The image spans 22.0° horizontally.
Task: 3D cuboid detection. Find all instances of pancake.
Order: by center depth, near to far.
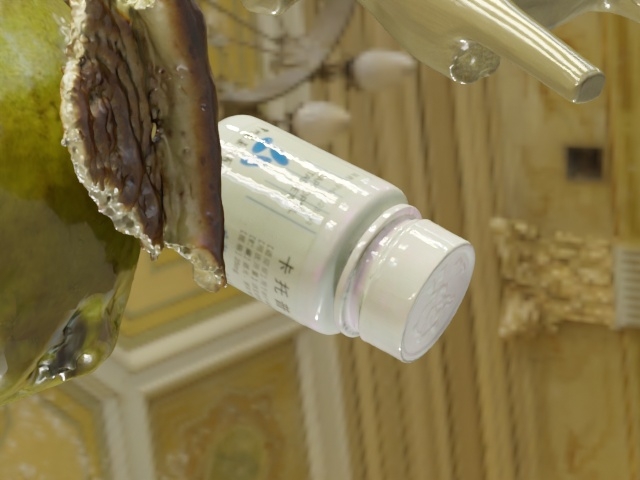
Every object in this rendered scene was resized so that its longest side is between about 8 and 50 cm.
[{"bbox_3d":[-0.123,-0.104,1.287,0.257,0.056,0.212,56,-141,-54],"label":"pancake"}]

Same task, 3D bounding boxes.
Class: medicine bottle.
[{"bbox_3d":[0.000,0.000,1.671,0.170,0.293,0.170,-46,-28,-34],"label":"medicine bottle"}]

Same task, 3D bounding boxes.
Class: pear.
[{"bbox_3d":[-0.320,-0.059,1.351,0.352,0.352,0.413,-20,-98,-46],"label":"pear"}]

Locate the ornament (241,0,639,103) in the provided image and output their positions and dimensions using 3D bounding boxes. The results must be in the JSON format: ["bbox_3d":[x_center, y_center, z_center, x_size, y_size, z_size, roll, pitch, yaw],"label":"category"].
[{"bbox_3d":[0.082,-0.138,0.878,0.230,0.245,0.061,-25,-42,-33],"label":"ornament"}]
